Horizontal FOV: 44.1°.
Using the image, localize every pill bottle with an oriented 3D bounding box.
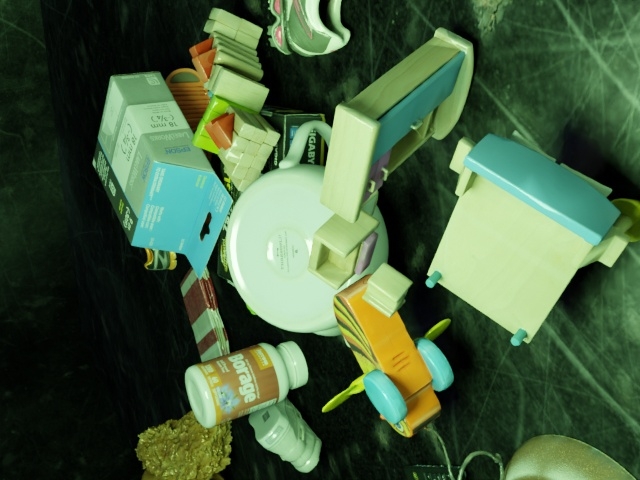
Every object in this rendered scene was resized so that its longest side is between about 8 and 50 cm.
[{"bbox_3d":[-0.138,0.266,1.509,0.121,0.216,0.121,40,138,49],"label":"pill bottle"}]

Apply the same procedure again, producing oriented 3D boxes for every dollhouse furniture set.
[{"bbox_3d":[0.177,-0.029,0.854,0.303,0.198,0.286,34,142,19],"label":"dollhouse furniture set"}]

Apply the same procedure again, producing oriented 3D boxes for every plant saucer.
[{"bbox_3d":[0.297,0.377,0.897,0.310,0.050,0.311,41,139,50],"label":"plant saucer"}]

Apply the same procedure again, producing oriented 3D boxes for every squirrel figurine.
[{"bbox_3d":[-0.309,0.635,2.008,0.370,0.281,0.397,-5,102,57],"label":"squirrel figurine"}]

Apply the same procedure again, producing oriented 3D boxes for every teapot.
[{"bbox_3d":[0.000,0.000,1.144,0.252,0.187,0.256,43,117,18],"label":"teapot"}]

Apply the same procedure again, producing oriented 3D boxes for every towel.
[{"bbox_3d":[-0.277,0.235,1.981,0.237,0.037,0.329,-42,65,64],"label":"towel"}]

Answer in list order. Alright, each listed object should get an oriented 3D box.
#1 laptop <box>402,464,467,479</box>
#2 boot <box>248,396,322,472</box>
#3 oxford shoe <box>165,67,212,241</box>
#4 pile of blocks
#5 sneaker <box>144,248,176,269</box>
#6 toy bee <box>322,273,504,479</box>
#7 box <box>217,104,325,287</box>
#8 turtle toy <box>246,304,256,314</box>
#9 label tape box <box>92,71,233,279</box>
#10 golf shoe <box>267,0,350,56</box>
[{"bbox_3d":[0.166,0.445,1.091,0.264,0.136,0.234,-32,75,63],"label":"laptop"},{"bbox_3d":[-0.067,0.379,1.574,0.123,0.095,0.258,44,-178,-10],"label":"boot"},{"bbox_3d":[-0.288,-0.182,1.677,0.133,0.129,0.364,-129,39,-69],"label":"oxford shoe"},{"bbox_3d":[-0.165,-0.238,1.270,0.149,0.112,0.362,-45,41,36],"label":"pile of blocks"},{"bbox_3d":[-0.449,-0.020,2.129,0.084,0.083,0.215,-10,94,66],"label":"sneaker"},{"bbox_3d":[0.092,0.193,1.018,0.162,0.195,0.299,149,111,-71],"label":"toy bee"},{"bbox_3d":[-0.090,-0.063,1.335,0.257,0.079,0.322,24,114,60],"label":"box"},{"bbox_3d":[-0.114,0.086,1.533,0.095,0.066,0.130,42,139,49],"label":"turtle toy"},{"bbox_3d":[-0.309,-0.115,1.486,0.334,0.105,0.241,58,142,27],"label":"label tape box"},{"bbox_3d":[-0.017,-0.389,1.072,0.120,0.105,0.273,14,123,43],"label":"golf shoe"}]
